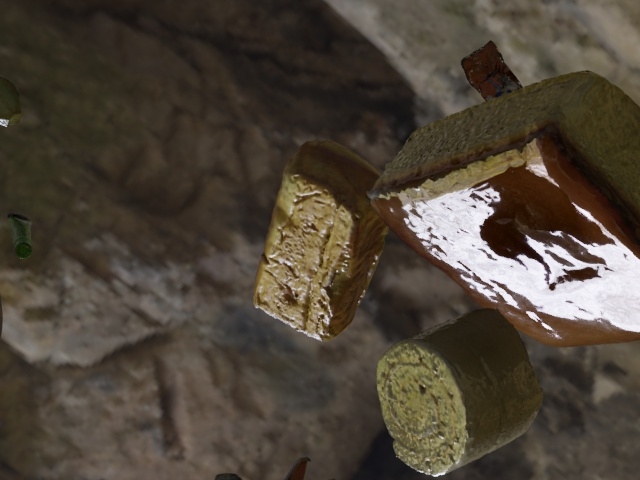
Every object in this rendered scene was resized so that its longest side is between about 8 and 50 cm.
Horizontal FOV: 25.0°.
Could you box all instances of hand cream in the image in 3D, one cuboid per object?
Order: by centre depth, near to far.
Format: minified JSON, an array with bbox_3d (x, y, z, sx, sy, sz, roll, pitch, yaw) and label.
[{"bbox_3d":[-0.387,-0.009,1.871,0.122,0.036,0.023,-121,-129,-64],"label":"hand cream"}]

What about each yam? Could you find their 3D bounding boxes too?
[{"bbox_3d":[-0.521,-0.234,2.208,0.069,0.146,0.070,-62,174,-11],"label":"yam"}]

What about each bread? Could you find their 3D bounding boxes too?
[{"bbox_3d":[0.150,0.159,1.536,0.134,0.148,0.141,-2,-168,45],"label":"bread"},{"bbox_3d":[0.264,-0.021,1.564,0.333,0.323,0.143,-18,-143,57],"label":"bread"},{"bbox_3d":[0.000,0.000,2.133,0.132,0.167,0.294,-30,147,-44],"label":"bread"}]

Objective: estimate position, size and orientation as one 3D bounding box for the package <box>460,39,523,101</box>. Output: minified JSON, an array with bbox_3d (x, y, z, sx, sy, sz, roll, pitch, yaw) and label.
[{"bbox_3d":[0.239,-0.213,1.945,0.077,0.110,0.033,-39,-177,-19],"label":"package"}]

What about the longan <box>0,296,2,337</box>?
[{"bbox_3d":[-0.560,0.084,1.830,0.319,0.319,0.319,-40,-154,24],"label":"longan"}]

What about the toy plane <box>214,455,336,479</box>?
[{"bbox_3d":[-0.108,0.334,1.576,0.223,0.326,0.104,31,-53,44],"label":"toy plane"}]
